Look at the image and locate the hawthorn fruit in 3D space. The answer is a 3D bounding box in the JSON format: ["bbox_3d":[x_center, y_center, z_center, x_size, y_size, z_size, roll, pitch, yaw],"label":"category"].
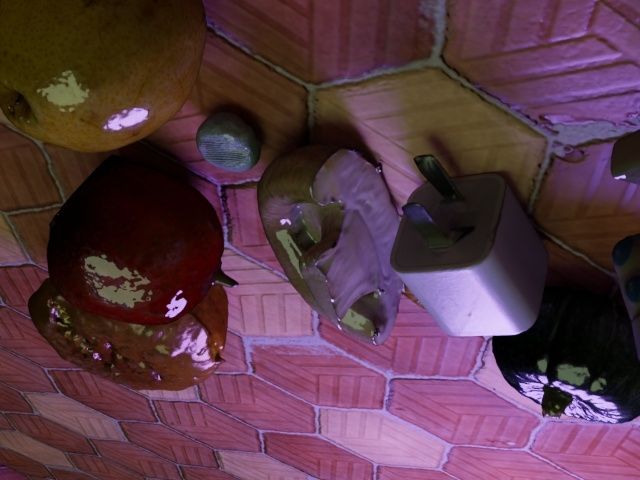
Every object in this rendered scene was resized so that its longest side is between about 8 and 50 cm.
[{"bbox_3d":[-0.222,0.010,1.132,0.250,0.215,0.215,18,150,-14],"label":"hawthorn fruit"}]

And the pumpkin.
[{"bbox_3d":[0.307,0.144,1.072,0.212,0.152,0.211,19,150,12],"label":"pumpkin"}]

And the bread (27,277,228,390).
[{"bbox_3d":[-0.291,0.112,1.355,0.312,0.172,0.312,11,146,7],"label":"bread"}]

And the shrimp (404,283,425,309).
[{"bbox_3d":[0.172,0.078,1.169,0.127,0.025,0.091,28,147,-7],"label":"shrimp"}]

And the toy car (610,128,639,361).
[{"bbox_3d":[0.437,0.010,0.775,0.336,0.226,0.242,7,157,-32],"label":"toy car"}]

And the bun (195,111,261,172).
[{"bbox_3d":[-0.104,-0.114,1.009,0.083,0.045,0.083,14,151,8],"label":"bun"}]

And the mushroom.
[{"bbox_3d":[0.000,0.000,1.043,0.151,0.156,0.285,12,138,35],"label":"mushroom"}]

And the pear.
[{"bbox_3d":[-0.215,-0.180,0.824,0.209,0.208,0.209,15,148,9],"label":"pear"}]

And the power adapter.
[{"bbox_3d":[0.150,-0.003,0.957,0.125,0.130,0.205,-6,139,36],"label":"power adapter"}]
